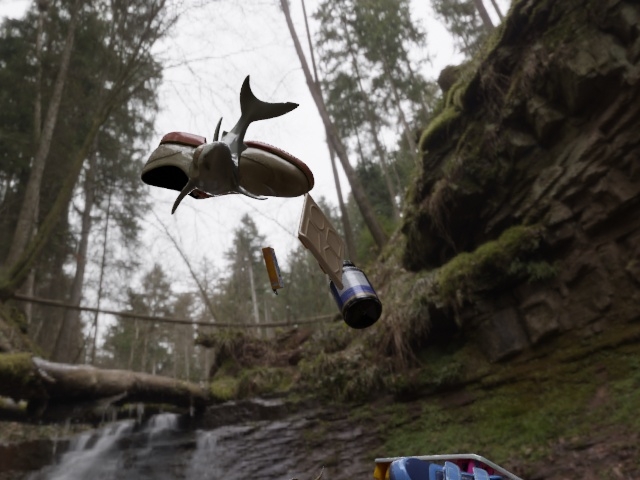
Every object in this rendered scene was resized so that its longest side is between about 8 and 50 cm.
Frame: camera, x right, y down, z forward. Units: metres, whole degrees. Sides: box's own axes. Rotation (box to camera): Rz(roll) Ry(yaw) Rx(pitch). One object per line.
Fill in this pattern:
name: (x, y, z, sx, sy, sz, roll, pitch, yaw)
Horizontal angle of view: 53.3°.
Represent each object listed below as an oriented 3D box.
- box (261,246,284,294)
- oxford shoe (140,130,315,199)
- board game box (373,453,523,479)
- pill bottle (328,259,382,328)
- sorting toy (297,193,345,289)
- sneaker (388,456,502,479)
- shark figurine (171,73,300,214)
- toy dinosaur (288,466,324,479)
box: (-0.133, 0.087, 1.814, 0.028, 0.136, 0.081, -17, -5, 3)
oxford shoe: (-0.183, -0.117, 1.236, 0.348, 0.130, 0.123, 9, -43, 21)
board game box: (0.378, 0.622, 1.527, 0.390, 0.050, 0.390, 33, -32, -16)
pill bottle: (0.098, 0.158, 1.945, 0.123, 0.219, 0.122, -8, -56, -13)
sorting toy: (0.000, 0.000, 1.577, 0.038, 0.208, 0.193, -25, -59, 18)
sneaker: (0.128, 0.221, 0.552, 0.144, 0.053, 0.059, 27, -60, -6)
shark figurine: (-0.113, -0.109, 0.903, 0.116, 0.278, 0.166, 29, -59, -7)
toy dinosaur: (-0.057, 0.574, 1.433, 0.183, 0.053, 0.092, -1, -79, -35)
